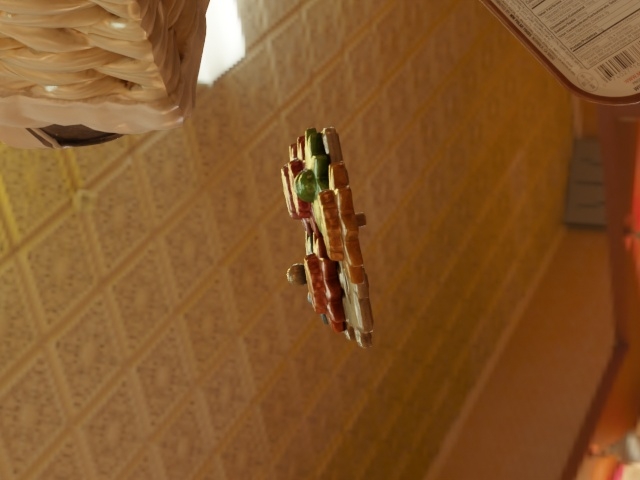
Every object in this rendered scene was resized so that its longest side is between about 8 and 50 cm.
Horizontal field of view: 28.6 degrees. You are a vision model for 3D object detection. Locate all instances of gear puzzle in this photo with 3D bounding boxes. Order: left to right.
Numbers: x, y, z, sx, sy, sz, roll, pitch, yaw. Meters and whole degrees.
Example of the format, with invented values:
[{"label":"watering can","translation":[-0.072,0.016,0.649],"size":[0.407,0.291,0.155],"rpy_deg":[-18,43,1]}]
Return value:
[{"label":"gear puzzle","translation":[0.000,0.000,0.999],"size":[0.339,0.044,0.176],"rpy_deg":[-178,78,-84]}]

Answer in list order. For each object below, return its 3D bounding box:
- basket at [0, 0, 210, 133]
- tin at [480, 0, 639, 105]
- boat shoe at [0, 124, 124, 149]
[{"label":"basket","translation":[-0.192,-0.245,0.443],"size":[0.266,0.328,0.331],"rpy_deg":[94,-178,-72]},{"label":"tin","translation":[0.169,-0.162,0.806],"size":[0.189,0.106,0.040],"rpy_deg":[39,-145,-26]},{"label":"boat shoe","translation":[-0.162,-0.145,0.545],"size":[0.301,0.102,0.108],"rpy_deg":[56,-134,-44]}]
